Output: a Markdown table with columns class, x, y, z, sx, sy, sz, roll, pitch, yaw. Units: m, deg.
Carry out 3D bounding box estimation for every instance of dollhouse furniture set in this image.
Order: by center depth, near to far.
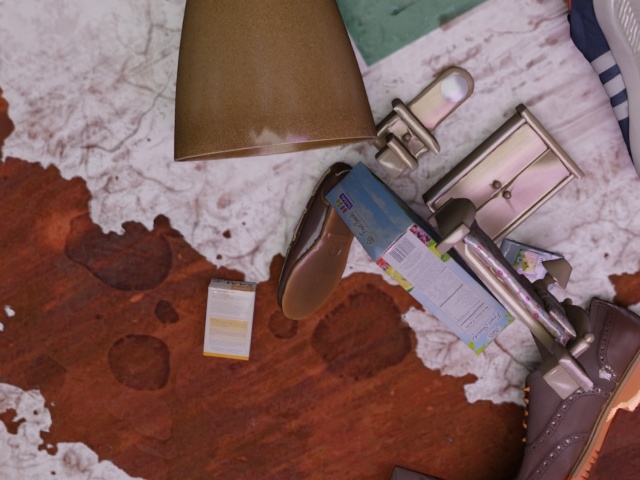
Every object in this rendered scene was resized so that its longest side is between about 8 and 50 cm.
| class | x | y | z | sx | sy | sz | roll | pitch | yaw |
| --- | --- | --- | --- | --- | --- | --- | --- | --- | --- |
| dollhouse furniture set | 0.212 | -0.041 | 1.230 | 0.174 | 0.355 | 0.303 | -42 | 101 | 11 |

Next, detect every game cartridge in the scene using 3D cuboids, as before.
| class | x | y | z | sx | sy | sz | roll | pitch | yaw |
| --- | --- | --- | --- | --- | --- | --- | --- | --- | --- |
| game cartridge | 0.269 | 0.034 | 1.431 | 0.083 | 0.017 | 0.056 | 16 | 111 | -3 |

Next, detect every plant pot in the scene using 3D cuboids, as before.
| class | x | y | z | sx | sy | sz | roll | pitch | yaw |
| --- | --- | --- | --- | --- | --- | --- | --- | --- | --- |
| plant pot | -0.066 | -0.228 | 1.266 | 0.237 | 0.237 | 0.254 | -7 | 93 | 4 |

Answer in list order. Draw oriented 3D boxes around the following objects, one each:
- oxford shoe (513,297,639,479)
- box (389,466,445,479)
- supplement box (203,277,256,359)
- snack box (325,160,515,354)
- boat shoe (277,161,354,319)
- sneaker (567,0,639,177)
| class | x | y | z | sx | sy | sz | roll | pitch | yaw |
| --- | --- | --- | --- | --- | --- | --- | --- | --- | --- |
| oxford shoe | 0.303 | 0.242 | 1.421 | 0.132 | 0.130 | 0.364 | 35 | 83 | 14 |
| box | 0.219 | 0.405 | 1.498 | 0.275 | 0.113 | 0.094 | 16 | 106 | -4 |
| supplement box | -0.119 | 0.104 | 1.453 | 0.062 | 0.036 | 0.098 | 7 | 107 | 0 |
| snack box | 0.118 | 0.020 | 1.313 | 0.070 | 0.174 | 0.207 | -46 | 122 | 8 |
| boat shoe | 0.000 | 0.000 | 1.403 | 0.073 | 0.073 | 0.207 | 19 | 105 | -36 |
| sneaker | 0.374 | -0.215 | 1.306 | 0.131 | 0.148 | 0.350 | -31 | 128 | -6 |
